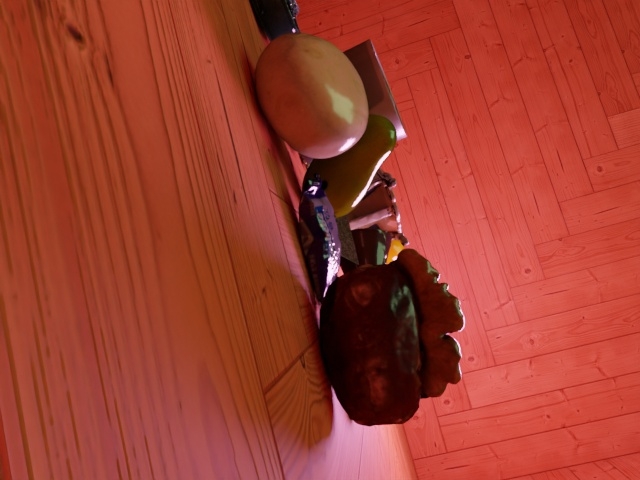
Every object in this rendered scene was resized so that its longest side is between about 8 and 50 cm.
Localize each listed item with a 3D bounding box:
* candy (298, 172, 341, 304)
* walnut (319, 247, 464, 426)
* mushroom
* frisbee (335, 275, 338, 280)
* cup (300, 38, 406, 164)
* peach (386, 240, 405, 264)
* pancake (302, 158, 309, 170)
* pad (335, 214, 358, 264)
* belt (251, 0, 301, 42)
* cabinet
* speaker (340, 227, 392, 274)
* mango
[{"bbox_3d":[0.000,0.000,0.823,0.145,0.070,0.275,-33,117,-76],"label":"candy"},{"bbox_3d":[0.126,0.160,0.701,0.222,0.244,0.268,16,59,-63],"label":"walnut"},{"bbox_3d":[-0.023,-0.271,0.811,0.246,0.202,0.246,17,59,-30],"label":"mushroom"},{"bbox_3d":[0.069,0.144,1.018,0.187,0.012,0.211,62,-25,7],"label":"frisbee"},{"bbox_3d":[0.073,-0.330,1.134,0.357,0.275,0.259,35,39,-63],"label":"cup"},{"bbox_3d":[0.244,0.065,1.945,0.308,0.289,0.289,35,-12,24],"label":"peach"},{"bbox_3d":[-0.059,-0.377,1.311,0.197,0.054,0.376,57,17,-66],"label":"pancake"},{"bbox_3d":[0.027,-0.045,1.073,0.158,0.003,0.235,30,30,-28],"label":"pad"},{"bbox_3d":[-0.121,-0.656,1.179,0.267,0.116,0.206,-73,142,-74],"label":"belt"},{"bbox_3d":[0.153,-0.137,1.528,0.318,0.228,0.289,-115,-175,-55],"label":"cabinet"},{"bbox_3d":[0.179,0.136,1.155,0.198,0.259,0.329,91,-13,-64],"label":"speaker"},{"bbox_3d":[0.062,-0.171,0.957,0.143,0.293,0.175,17,43,-31],"label":"mango"}]
